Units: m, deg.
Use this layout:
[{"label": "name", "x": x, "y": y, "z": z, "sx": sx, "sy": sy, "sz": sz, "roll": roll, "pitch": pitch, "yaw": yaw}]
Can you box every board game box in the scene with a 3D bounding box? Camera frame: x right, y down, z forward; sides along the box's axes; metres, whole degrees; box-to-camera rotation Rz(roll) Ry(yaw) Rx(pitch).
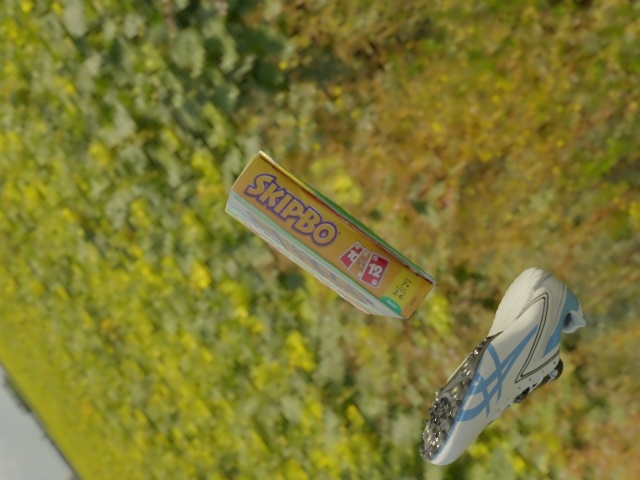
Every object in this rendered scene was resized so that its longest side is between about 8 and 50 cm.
[{"label": "board game box", "x": 0.000, "y": 0.000, "z": 0.989, "sx": 0.124, "sy": 0.039, "sz": 0.259, "roll": 36, "pitch": 174, "yaw": -2}]

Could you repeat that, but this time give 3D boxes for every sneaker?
[{"label": "sneaker", "x": 0.170, "y": 0.120, "z": 1.451, "sx": 0.086, "sy": 0.237, "sz": 0.085, "roll": 40, "pitch": 145, "yaw": 0}]
